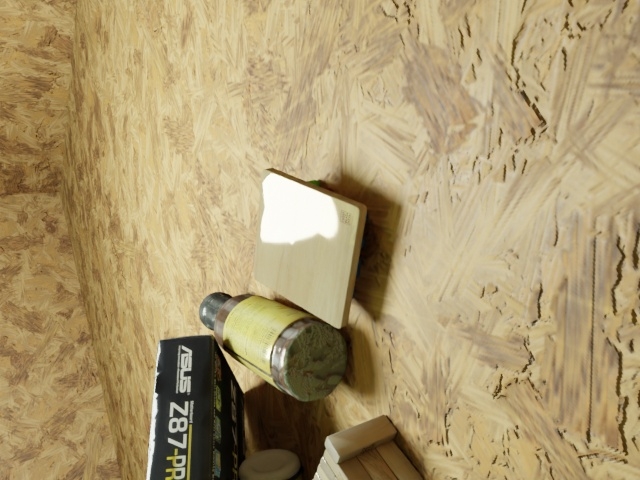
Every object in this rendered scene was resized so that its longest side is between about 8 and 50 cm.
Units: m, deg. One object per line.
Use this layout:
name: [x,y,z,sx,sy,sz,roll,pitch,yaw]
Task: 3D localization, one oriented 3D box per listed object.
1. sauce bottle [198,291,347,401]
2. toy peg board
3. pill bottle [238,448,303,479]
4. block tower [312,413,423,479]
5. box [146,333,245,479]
sauce bottle: [-0.097,0.141,0.802,0.344,0.111,0.112,12,107,55]
toy peg board: [0.000,0.000,0.673,0.160,0.079,0.161,25,119,34]
pill bottle: [-0.074,0.448,0.844,0.103,0.103,0.184,0,97,57]
block tower: [0.029,0.384,0.685,0.097,0.090,0.336,46,134,41]
box: [-0.179,0.386,0.788,0.318,0.097,0.395,90,175,-57]
